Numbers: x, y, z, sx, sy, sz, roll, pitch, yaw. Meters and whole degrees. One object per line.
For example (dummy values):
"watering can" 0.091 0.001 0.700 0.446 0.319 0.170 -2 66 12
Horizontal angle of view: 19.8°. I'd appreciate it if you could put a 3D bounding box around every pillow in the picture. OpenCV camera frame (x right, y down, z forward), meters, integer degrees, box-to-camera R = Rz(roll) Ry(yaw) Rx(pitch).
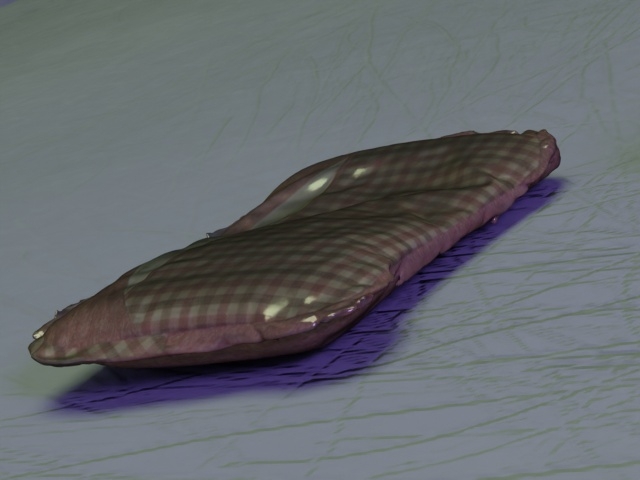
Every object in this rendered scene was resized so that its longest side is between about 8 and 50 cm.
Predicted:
"pillow" -0.002 0.000 0.661 0.135 0.034 0.211 -11 14 31
